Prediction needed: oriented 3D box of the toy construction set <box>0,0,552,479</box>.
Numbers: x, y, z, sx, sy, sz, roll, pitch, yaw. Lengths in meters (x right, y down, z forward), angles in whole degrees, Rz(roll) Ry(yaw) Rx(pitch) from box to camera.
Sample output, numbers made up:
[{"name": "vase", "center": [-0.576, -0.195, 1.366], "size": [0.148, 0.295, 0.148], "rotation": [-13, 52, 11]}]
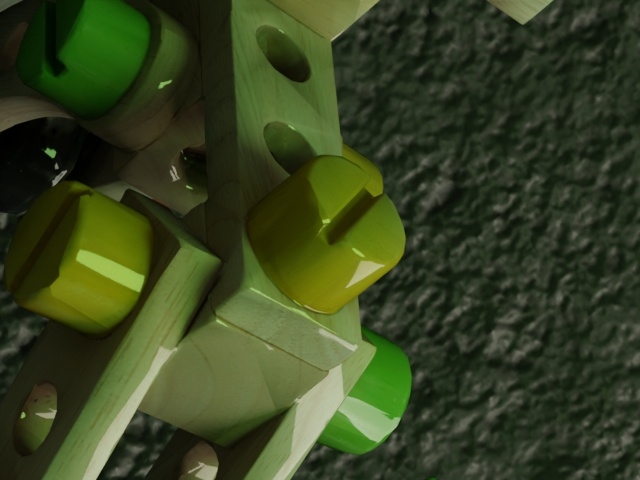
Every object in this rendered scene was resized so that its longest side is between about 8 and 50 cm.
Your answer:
[{"name": "toy construction set", "center": [0.000, 0.000, 0.534], "size": [0.237, 0.309, 0.257], "rotation": [-39, -167, 22]}]
